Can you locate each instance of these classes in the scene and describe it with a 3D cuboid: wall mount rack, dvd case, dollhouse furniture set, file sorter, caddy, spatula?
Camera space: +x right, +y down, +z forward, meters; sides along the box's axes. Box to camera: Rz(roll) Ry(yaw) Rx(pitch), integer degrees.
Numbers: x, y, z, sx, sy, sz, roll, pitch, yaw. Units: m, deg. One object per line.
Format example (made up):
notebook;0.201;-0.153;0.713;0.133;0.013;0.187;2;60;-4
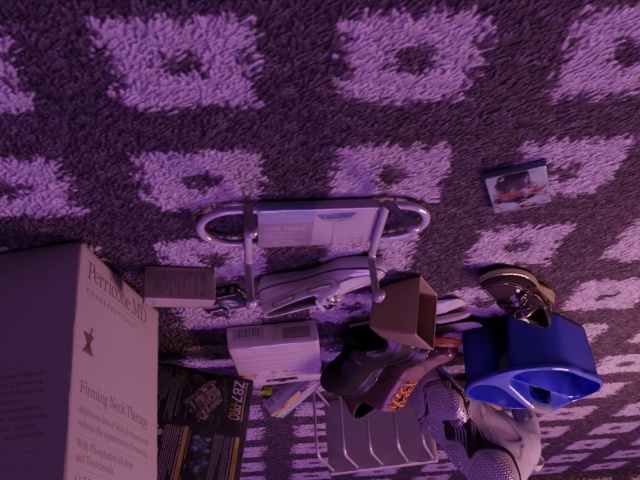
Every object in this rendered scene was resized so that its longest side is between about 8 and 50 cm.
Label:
wall mount rack;0.000;0.000;1.163;0.350;0.130;0.304;-3;154;-6
dvd case;0.286;-0.075;1.194;0.087;0.013;0.119;-12;154;13
dollhouse furniture set;-0.135;0.313;1.860;0.059;0.076;0.151;9;151;-1
file sorter;0.133;0.455;2.059;0.278;0.192;0.173;-10;151;10
caddy;0.450;0.282;1.770;0.241;0.179;0.341;-26;147;35
spatula;0.189;0.166;1.674;0.242;0.019;0.168;-12;155;22

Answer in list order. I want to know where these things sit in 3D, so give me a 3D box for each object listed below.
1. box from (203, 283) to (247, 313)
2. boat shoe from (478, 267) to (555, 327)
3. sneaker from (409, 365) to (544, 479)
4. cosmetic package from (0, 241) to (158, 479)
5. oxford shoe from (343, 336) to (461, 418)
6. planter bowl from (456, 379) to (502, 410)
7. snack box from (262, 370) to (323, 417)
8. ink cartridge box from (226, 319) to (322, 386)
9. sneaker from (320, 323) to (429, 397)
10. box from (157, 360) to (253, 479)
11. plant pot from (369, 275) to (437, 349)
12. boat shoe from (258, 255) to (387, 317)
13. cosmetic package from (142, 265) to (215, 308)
box;-0.174;0.105;1.474;0.083;0.018;0.067;-12;153;13
boat shoe;0.369;0.109;1.517;0.080;0.073;0.223;-24;149;34
sneaker;0.365;0.414;1.910;0.210;0.366;0.137;-15;152;-45
cosmetic package;-0.467;0.261;1.313;0.327;0.393;0.329;-9;154;9
oxford shoe;0.177;0.297;1.789;0.130;0.132;0.364;7;154;-32
planter bowl;0.379;0.408;2.069;0.162;0.109;0.162;8;173;1
snack box;-0.056;0.342;1.872;0.141;0.037;0.100;-40;161;1
ink cartridge box;-0.089;0.237;1.711;0.181;0.056;0.224;-6;152;0
sneaker;0.085;0.224;1.664;0.130;0.109;0.286;25;134;-32
box;-0.307;0.407;1.589;0.318;0.395;0.097;10;127;-6
plant pot;0.149;0.134;1.505;0.096;0.109;0.109;-3;157;25
boat shoe;0.006;0.087;1.403;0.226;0.075;0.083;-13;153;16
cosmetic package;-0.233;0.077;1.362;0.115;0.060;0.041;5;154;-16
